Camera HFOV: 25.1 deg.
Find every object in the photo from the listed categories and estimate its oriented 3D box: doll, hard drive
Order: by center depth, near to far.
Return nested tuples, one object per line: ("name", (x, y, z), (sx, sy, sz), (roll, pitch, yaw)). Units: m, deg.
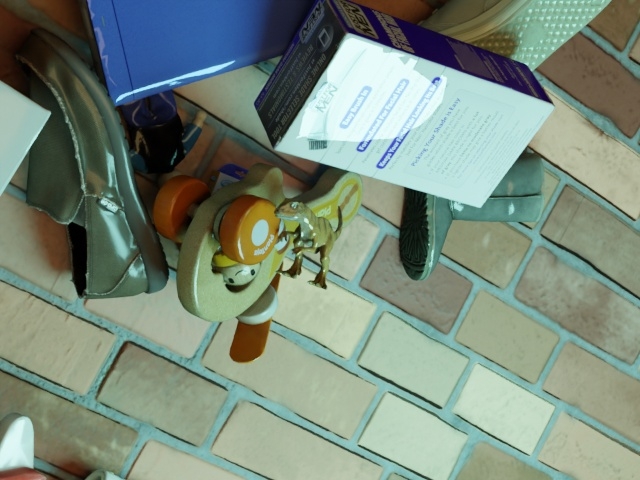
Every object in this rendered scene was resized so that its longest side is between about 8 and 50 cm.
("hard drive", (-0.133, -0.307, 1.743), (0.319, 0.040, 0.210), (-20, 115, -21))
("doll", (-0.205, -0.145, 1.825), (0.129, 0.046, 0.189), (-21, 110, -22))

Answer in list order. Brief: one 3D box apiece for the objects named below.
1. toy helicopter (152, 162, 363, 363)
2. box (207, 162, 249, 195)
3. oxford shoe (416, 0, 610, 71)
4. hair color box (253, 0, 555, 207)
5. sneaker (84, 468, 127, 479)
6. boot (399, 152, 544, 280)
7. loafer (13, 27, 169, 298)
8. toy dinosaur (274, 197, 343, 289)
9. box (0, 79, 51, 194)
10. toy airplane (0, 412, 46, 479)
("toy helicopter", (-0.056, 0.004, 1.855), (0.355, 0.140, 0.235), (-29, 127, -47))
("box", (-0.123, -0.031, 1.904), (0.081, 0.028, 0.136), (21, 93, -29))
("oxford shoe", (0.207, -0.275, 1.969), (0.449, 0.130, 0.169), (-38, 137, 1))
("hair color box", (0.109, -0.174, 1.842), (0.339, 0.110, 0.185), (13, 124, -34))
("sneaker", (-0.311, 0.442, 1.873), (0.169, 0.108, 0.292), (34, 75, -31))
("boot", (0.221, -0.036, 2.061), (0.208, 0.076, 0.189), (0, 104, -34))
("loafer", (-0.297, -0.077, 1.743), (0.130, 0.134, 0.366), (-26, 113, -18))
("toy dinosaur", (0.000, 0.000, 1.774), (0.112, 0.064, 0.211), (-71, 161, -3))
("box", (-0.504, -0.173, 1.569), (0.345, 0.215, 0.168), (34, 86, -29))
("toy airplane", (-0.467, 0.339, 1.672), (0.384, 0.272, 0.386), (-49, 117, -10))
